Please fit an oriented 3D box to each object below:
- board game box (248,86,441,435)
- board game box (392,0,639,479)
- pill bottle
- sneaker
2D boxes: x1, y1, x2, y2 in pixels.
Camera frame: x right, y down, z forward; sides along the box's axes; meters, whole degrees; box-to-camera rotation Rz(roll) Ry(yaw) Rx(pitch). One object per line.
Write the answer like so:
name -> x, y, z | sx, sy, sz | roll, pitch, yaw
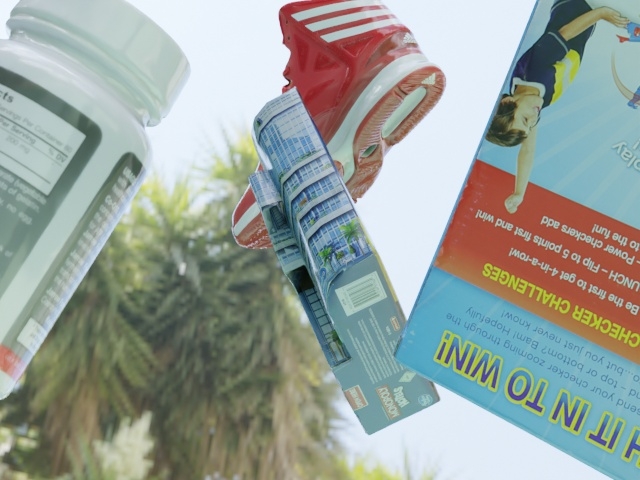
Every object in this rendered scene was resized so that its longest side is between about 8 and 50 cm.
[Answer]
board game box -> 0.000, 0.000, 1.016 | 0.060, 0.194, 0.194 | -26, -37, 0
board game box -> 0.227, -0.016, 0.711 | 0.308, 0.086, 0.302 | 27, -79, 30
pill bottle -> -0.223, -0.042, 1.110 | 0.161, 0.283, 0.161 | 29, -14, 8
sneaker -> -0.007, -0.099, 1.168 | 0.221, 0.128, 0.087 | -42, -28, 27
